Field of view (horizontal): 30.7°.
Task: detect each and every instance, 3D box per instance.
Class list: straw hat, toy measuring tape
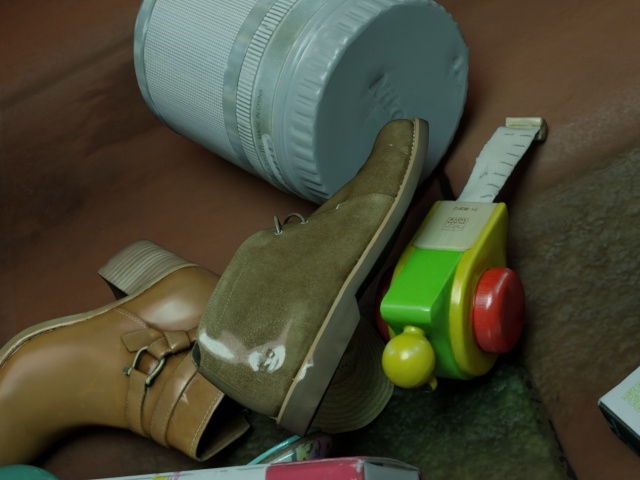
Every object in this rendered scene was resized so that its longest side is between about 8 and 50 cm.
[{"bbox_3d":[-0.001,0.085,0.968,0.145,0.061,0.144,5,53,-7],"label":"straw hat"},{"bbox_3d":[0.132,0.020,0.984,0.121,0.121,0.330,2,36,30],"label":"toy measuring tape"}]

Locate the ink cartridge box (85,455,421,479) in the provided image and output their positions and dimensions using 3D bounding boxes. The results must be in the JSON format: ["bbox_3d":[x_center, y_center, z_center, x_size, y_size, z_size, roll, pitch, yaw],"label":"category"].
[{"bbox_3d":[-0.081,0.278,0.828,0.306,0.131,0.226,-9,75,24],"label":"ink cartridge box"}]

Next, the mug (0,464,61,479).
[{"bbox_3d":[-0.264,0.270,0.990,0.130,0.097,0.157,12,97,25],"label":"mug"}]

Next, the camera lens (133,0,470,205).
[{"bbox_3d":[-0.027,-0.165,1.101,0.274,0.219,0.219,30,75,40],"label":"camera lens"}]

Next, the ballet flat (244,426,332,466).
[{"bbox_3d":[-0.074,0.232,0.945,0.222,0.077,0.079,-30,66,13],"label":"ballet flat"}]

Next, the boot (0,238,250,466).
[{"bbox_3d":[-0.172,0.146,1.047,0.283,0.109,0.220,-44,52,-16],"label":"boot"}]

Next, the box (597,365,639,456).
[{"bbox_3d":[0.379,0.140,0.769,0.232,0.058,0.322,-41,47,-4],"label":"box"}]

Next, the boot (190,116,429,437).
[{"bbox_3d":[0.000,0.000,0.925,0.115,0.112,0.305,25,56,6],"label":"boot"}]
